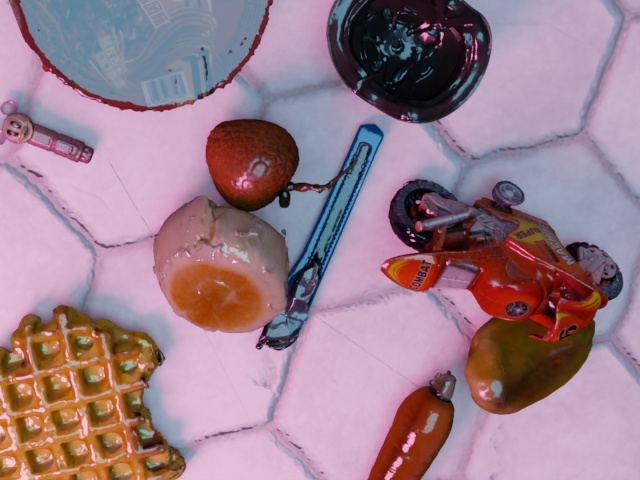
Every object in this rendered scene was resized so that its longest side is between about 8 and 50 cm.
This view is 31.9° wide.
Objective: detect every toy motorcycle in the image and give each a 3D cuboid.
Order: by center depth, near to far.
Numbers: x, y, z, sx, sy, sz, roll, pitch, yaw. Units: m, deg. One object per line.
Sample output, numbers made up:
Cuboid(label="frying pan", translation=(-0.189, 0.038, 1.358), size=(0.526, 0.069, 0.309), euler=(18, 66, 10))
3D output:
Cuboid(label="toy motorcycle", translation=(0.214, 0.026, 1.271), size=(0.298, 0.171, 0.089), euler=(19, 141, -9))

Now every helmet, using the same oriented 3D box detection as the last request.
Cuboid(label="helmet", translation=(0.097, -0.211, 1.232), size=(0.177, 0.107, 0.153), euler=(40, 96, 5))

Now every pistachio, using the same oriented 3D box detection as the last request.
Cuboid(label="pistachio", translation=(0.242, 0.140, 1.328), size=(0.189, 0.100, 0.110), euler=(-32, 134, -25))

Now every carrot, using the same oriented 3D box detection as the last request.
Cuboid(label="carrot", translation=(0.079, 0.300, 1.357), size=(0.069, 0.069, 0.336), euler=(25, 103, -13))

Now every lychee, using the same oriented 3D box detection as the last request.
Cuboid(label="lychee", translation=(-0.062, -0.080, 1.224), size=(0.140, 0.101, 0.114), euler=(39, 106, 22))

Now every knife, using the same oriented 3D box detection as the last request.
Cuboid(label="knife", translation=(0.000, 0.000, 1.297), size=(0.044, 0.026, 0.296), euler=(23, 98, -1))

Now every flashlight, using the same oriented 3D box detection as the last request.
Cuboid(label="flashlight", translation=(-0.302, -0.111, 1.223), size=(0.110, 0.031, 0.052), euler=(21, 97, -12))

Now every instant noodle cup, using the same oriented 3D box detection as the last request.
Cuboid(label="instant noodle cup", translation=(-0.185, -0.273, 1.179), size=(0.274, 0.091, 0.274), euler=(-2, 102, -8))

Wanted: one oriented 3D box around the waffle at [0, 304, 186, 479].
Cuboid(label="waffle", translation=(-0.279, 0.209, 1.282), size=(0.291, 0.051, 0.291), euler=(-2, 104, -7))

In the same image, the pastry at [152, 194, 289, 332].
Cuboid(label="pastry", translation=(-0.107, 0.030, 1.231), size=(0.166, 0.088, 0.166), euler=(6, 133, 6))
